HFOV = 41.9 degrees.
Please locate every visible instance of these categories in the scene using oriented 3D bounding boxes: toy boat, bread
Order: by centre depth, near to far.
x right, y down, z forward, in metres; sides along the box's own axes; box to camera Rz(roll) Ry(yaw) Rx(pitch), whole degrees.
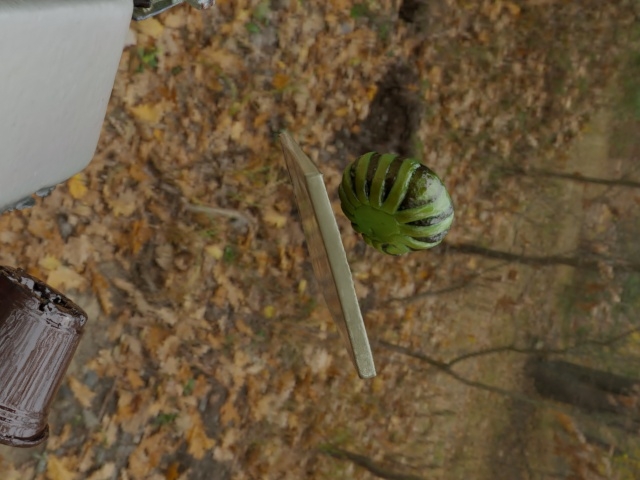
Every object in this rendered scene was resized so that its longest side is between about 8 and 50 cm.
[{"bbox_3d":[0.079,-0.035,0.912,0.071,0.139,0.130,-47,129,-29],"label":"bread"},{"bbox_3d":[-0.272,-0.431,1.432,0.262,0.115,0.114,-24,158,-17],"label":"toy boat"}]

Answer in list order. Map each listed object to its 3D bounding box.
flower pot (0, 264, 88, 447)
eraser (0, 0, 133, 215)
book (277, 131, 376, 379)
[{"bbox_3d":[-0.207,0.071,0.559,0.089,0.111,0.111,-56,158,-3],"label":"flower pot"},{"bbox_3d":[-0.283,-0.102,0.460,0.331,0.331,0.150,-37,155,-60],"label":"eraser"},{"bbox_3d":[0.000,0.000,0.941,0.310,0.021,0.217,-119,-166,-73],"label":"book"}]
